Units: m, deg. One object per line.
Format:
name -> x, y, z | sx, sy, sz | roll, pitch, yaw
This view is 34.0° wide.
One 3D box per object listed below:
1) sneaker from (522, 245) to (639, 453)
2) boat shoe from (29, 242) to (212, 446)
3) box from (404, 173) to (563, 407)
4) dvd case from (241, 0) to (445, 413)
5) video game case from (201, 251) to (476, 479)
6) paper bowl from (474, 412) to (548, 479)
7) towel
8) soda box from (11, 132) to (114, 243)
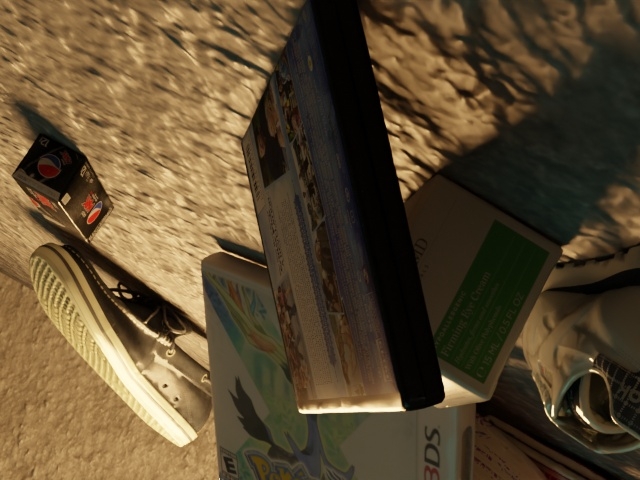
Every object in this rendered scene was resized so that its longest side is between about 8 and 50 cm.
sneaker -> 0.155, 0.070, 0.592 | 0.090, 0.095, 0.235 | 27, 168, 4
boat shoe -> -0.311, 0.156, 1.738 | 0.187, 0.156, 0.500 | 24, 154, 42
box -> 0.069, 0.033, 0.613 | 0.087, 0.101, 0.102 | 31, 165, -2
dvd case -> 0.000, 0.000, 0.546 | 0.022, 0.180, 0.253 | -11, 173, -13
video game case -> 0.010, 0.190, 1.045 | 0.329, 0.036, 0.300 | 19, 121, 39
paper bowl -> 0.106, 0.258, 1.175 | 0.284, 0.148, 0.284 | 35, 167, 9
towel -> 0.296, 0.300, 1.249 | 0.237, 0.037, 0.329 | 27, 165, 18
soda box -> -0.268, -0.051, 1.100 | 0.060, 0.053, 0.169 | 28, 166, 6
